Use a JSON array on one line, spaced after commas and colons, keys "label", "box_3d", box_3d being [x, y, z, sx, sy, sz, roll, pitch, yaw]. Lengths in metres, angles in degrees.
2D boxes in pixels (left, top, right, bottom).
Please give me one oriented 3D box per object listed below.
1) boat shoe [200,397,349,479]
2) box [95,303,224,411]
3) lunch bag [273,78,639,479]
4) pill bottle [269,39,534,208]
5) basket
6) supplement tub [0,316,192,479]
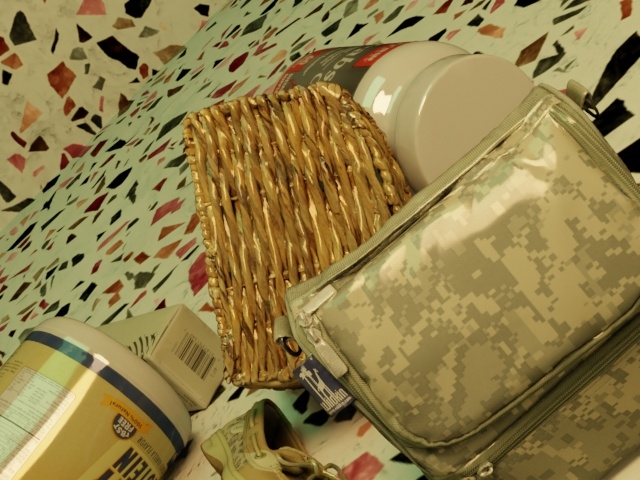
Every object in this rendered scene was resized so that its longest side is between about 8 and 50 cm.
[{"label": "boat shoe", "box_3d": [-0.039, 0.220, 1.133, 0.089, 0.104, 0.285, -49, 23, -8]}, {"label": "box", "box_3d": [-0.247, 0.169, 1.539, 0.275, 0.113, 0.094, -19, 34, 45]}, {"label": "lunch bag", "box_3d": [0.147, 0.052, 0.943, 0.305, 0.256, 0.212, -40, 23, 6]}, {"label": "pill bottle", "box_3d": [0.093, -0.132, 1.402, 0.210, 0.210, 0.363, -49, 24, -14]}, {"label": "basket", "box_3d": [0.000, 0.000, 1.246, 0.213, 0.299, 0.223, -13, -10, 9]}, {"label": "supplement tub", "box_3d": [-0.320, 0.269, 1.331, 0.228, 0.228, 0.316, -4, 44, 55]}]
